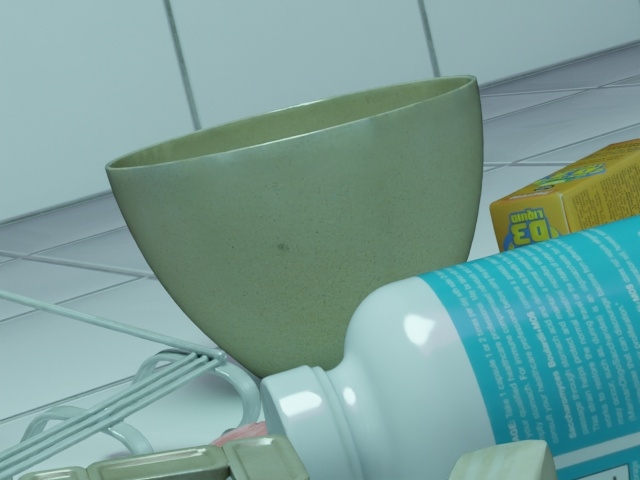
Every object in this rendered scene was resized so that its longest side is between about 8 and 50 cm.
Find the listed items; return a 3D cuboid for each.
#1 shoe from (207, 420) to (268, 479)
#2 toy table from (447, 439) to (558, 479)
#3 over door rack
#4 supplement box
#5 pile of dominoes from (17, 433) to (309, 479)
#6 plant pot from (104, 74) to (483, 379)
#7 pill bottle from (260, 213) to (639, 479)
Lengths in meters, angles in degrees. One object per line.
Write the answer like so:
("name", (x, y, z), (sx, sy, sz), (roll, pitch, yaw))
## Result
("shoe", (0.003, 0.122, 0.943), (0.178, 0.063, 0.081), (-16, 13, 14))
("toy table", (0.048, 0.153, 0.367), (0.274, 0.161, 0.252), (-14, 8, 3))
("over door rack", (-0.235, 0.096, 1.109), (0.324, 0.108, 0.239), (25, 28, 26))
("supplement box", (0.240, -0.029, 1.507), (0.078, 0.080, 0.233), (-10, 11, 38))
("pile of dominoes", (-0.081, 0.142, 0.625), (0.196, 0.040, 0.251), (-7, 14, -11))
("plant pot", (0.000, 0.000, 1.308), (0.284, 0.191, 0.284), (-14, 9, 2))
("pill bottle", (0.110, 0.073, 0.817), (0.264, 0.146, 0.146), (-14, 9, -10))
